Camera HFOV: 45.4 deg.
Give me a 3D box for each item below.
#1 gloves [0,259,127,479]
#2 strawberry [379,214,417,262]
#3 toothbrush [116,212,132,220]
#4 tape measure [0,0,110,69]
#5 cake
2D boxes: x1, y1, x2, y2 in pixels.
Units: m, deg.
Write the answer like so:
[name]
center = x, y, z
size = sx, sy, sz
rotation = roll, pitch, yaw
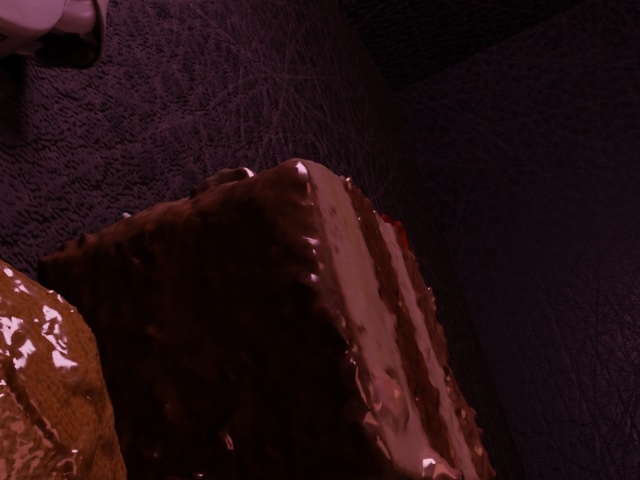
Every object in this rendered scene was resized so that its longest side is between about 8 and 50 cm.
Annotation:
[gloves]
center = -0.173, 0.108, 0.330
size = 0.356, 0.155, 0.203
rotation = 67, 19, -11
[strawberry]
center = 0.022, 0.096, 1.042
size = 0.336, 0.149, 0.265
rotation = -15, 103, -64
[toothbrush]
center = -0.163, 0.004, 0.780
size = 0.131, 0.013, 0.011
rotation = 46, 35, -54
[tape measure]
center = -0.256, -0.245, 0.628
size = 0.197, 0.120, 0.236
rotation = 3, 69, -67
[cake]
center = -0.036, 0.104, 0.607
size = 0.290, 0.255, 0.282
rotation = 47, 23, -60
